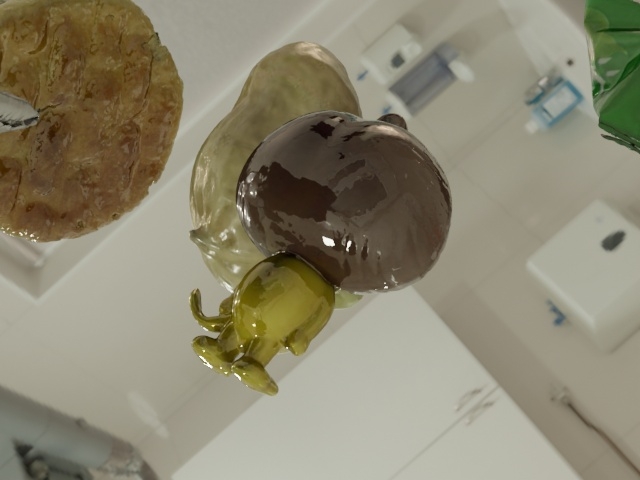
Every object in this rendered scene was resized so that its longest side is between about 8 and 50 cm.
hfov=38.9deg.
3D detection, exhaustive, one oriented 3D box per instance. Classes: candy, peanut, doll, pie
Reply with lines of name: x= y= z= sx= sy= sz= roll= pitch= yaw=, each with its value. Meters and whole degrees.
candy: x=0.263 y=-0.120 z=0.689 sx=0.141 sy=0.078 sz=0.203 roll=16 pitch=-131 yaw=-9
peanut: x=-0.039 y=-0.061 z=0.765 sx=0.129 sy=0.224 sz=0.129 roll=19 pitch=164 yaw=6
doll: x=-0.007 y=-0.002 z=0.545 sx=0.145 sy=0.188 sz=0.096 roll=47 pitch=178 yaw=46
pie: x=-0.312 y=-0.150 z=1.103 sx=0.083 sy=0.339 sz=0.339 roll=26 pitch=168 yaw=37

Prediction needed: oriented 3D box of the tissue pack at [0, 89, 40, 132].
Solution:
tissue pack: x=-0.262 y=-0.106 z=0.432 sx=0.238 sy=0.238 sz=0.305 roll=48 pitch=177 yaw=-7
